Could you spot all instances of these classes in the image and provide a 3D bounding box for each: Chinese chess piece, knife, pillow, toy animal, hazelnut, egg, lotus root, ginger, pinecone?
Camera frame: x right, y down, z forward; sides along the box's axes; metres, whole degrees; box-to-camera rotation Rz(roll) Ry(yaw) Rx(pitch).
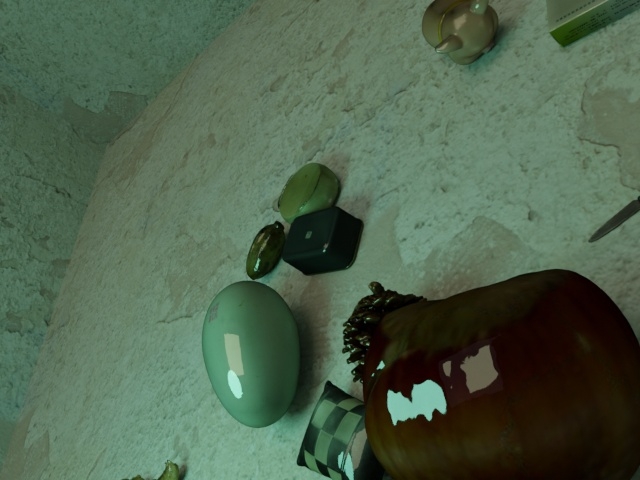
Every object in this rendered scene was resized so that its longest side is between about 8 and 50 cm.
[{"bbox_3d":[-0.032,-0.123,1.754,0.188,0.083,0.189,-36,37,34],"label":"Chinese chess piece"},{"bbox_3d":[0.512,-0.052,1.049,0.170,0.010,0.023,-44,37,24],"label":"knife"},{"bbox_3d":[0.051,0.382,1.222,0.249,0.106,0.186,5,68,58],"label":"pillow"},{"bbox_3d":[0.335,-0.520,1.538,0.165,0.149,0.248,-65,19,17],"label":"toy animal"},{"bbox_3d":[0.243,0.219,0.898,0.409,0.359,0.360,-35,40,44],"label":"hazelnut"},{"bbox_3d":[-0.158,0.257,1.482,0.230,0.229,0.371,-41,43,25],"label":"egg"},{"bbox_3d":[-0.152,0.028,1.786,0.089,0.080,0.180,26,90,43],"label":"lotus root"},{"bbox_3d":[-0.483,0.690,1.698,0.333,0.081,0.148,-35,39,22],"label":"ginger"},{"bbox_3d":[0.124,0.192,1.216,0.168,0.185,0.213,16,96,32],"label":"pinecone"}]

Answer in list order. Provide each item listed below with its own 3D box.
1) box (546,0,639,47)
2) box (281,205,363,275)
[{"bbox_3d":[0.586,-0.526,1.278,0.260,0.062,0.175,-23,47,42],"label":"box"},{"bbox_3d":[0.000,0.000,1.603,0.200,0.090,0.145,-11,55,49],"label":"box"}]
